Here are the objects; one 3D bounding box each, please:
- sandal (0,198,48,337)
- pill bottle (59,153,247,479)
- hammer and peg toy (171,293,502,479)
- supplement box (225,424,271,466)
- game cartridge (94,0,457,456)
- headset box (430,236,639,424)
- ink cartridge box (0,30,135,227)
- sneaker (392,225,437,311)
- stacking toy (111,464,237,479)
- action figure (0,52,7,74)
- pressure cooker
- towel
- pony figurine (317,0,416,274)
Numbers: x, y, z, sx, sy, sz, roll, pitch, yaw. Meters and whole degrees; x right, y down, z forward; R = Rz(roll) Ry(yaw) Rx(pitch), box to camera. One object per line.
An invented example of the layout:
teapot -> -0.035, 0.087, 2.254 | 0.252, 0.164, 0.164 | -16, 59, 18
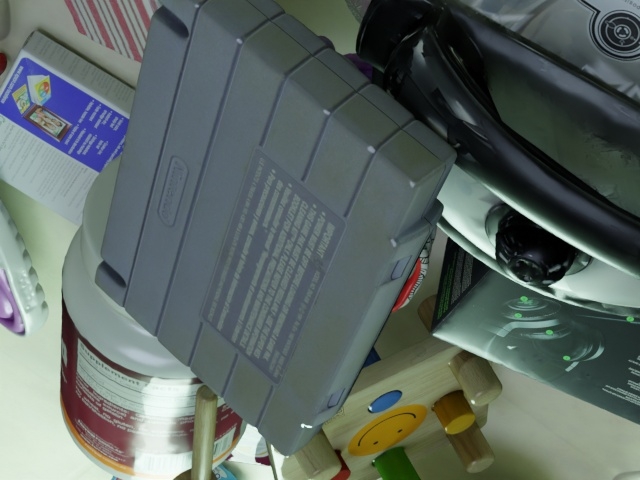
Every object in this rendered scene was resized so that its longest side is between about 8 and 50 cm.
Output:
sandal -> -0.425, -0.024, 1.694 | 0.169, 0.102, 0.416 | 19, 145, 41
pill bottle -> -0.161, 0.082, 1.590 | 0.224, 0.224, 0.392 | 21, 146, 3
hammer and peg toy -> 0.017, 0.211, 1.579 | 0.361, 0.127, 0.266 | -24, 151, -11
supplement box -> -0.104, 0.207, 1.836 | 0.188, 0.081, 0.104 | 5, 135, 21
game cartridge -> -0.044, -0.010, 1.076 | 0.230, 0.068, 0.355 | 37, 143, 11
headset box -> 0.270, 0.028, 1.420 | 0.246, 0.131, 0.283 | 23, 139, -11
ink cartridge box -> -0.255, -0.099, 1.613 | 0.208, 0.045, 0.206 | 33, 138, -10
sneaker -> 0.033, 0.030, 1.528 | 0.090, 0.145, 0.270 | 30, 135, -12
stacking toy -> -0.228, 0.421, 1.948 | 0.175, 0.302, 0.166 | 31, 138, -6
action figure -> -0.326, -0.264, 1.457 | 0.091, 0.139, 0.280 | 24, 161, -4
pressure cooker -> 0.238, -0.146, 1.054 | 0.369, 0.420, 0.376 | 1, 134, 29
towel -> -0.193, -0.233, 1.393 | 0.197, 0.029, 0.144 | 29, 150, 45
pony figurine -> 0.007, -0.116, 1.298 | 0.302, 0.363, 0.351 | -12, 113, 40
